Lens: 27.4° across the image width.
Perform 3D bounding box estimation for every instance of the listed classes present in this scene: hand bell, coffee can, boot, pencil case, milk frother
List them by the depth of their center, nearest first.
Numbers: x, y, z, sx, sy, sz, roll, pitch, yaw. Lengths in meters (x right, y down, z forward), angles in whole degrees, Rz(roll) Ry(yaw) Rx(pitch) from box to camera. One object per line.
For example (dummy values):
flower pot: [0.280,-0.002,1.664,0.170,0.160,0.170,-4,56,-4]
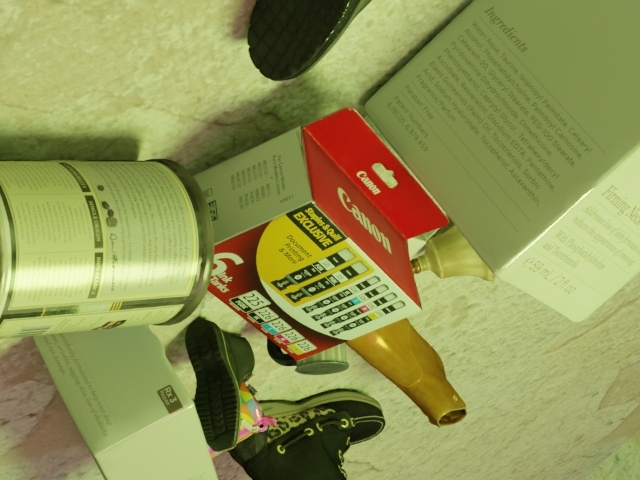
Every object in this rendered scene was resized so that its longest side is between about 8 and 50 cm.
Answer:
coffee can: [-0.289,0.006,1.487,0.275,0.201,0.201,-2,138,-43]
boot: [0.081,-0.306,1.500,0.223,0.118,0.338,-3,142,-51]
boot: [-0.130,0.222,1.979,0.077,0.197,0.137,-16,161,22]
milk frother: [-0.004,0.144,2.045,0.129,0.134,0.143,-14,159,31]
hand bell: [0.145,0.042,2.113,0.242,0.126,0.126,-18,149,-3]
pencil case: [-0.198,0.317,2.144,0.236,0.104,0.104,-28,150,-10]
boot: [0.148,0.212,2.223,0.104,0.211,0.295,-42,150,12]
boot: [0.022,0.414,2.314,0.377,0.284,0.138,5,132,-48]

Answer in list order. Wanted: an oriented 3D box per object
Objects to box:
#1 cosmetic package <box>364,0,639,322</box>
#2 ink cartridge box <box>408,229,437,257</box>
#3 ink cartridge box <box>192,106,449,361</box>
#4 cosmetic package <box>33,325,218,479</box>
cosmetic package: [0.346,-0.158,1.760,0.394,0.327,0.329,-43,149,13]
ink cartridge box: [0.081,-0.003,1.946,0.181,0.104,0.062,-46,149,18]
ink cartridge box: [0.000,0.000,1.709,0.272,0.130,0.309,-24,142,20]
cosmetic package: [-0.265,0.267,1.886,0.156,0.217,0.385,-28,149,-12]
